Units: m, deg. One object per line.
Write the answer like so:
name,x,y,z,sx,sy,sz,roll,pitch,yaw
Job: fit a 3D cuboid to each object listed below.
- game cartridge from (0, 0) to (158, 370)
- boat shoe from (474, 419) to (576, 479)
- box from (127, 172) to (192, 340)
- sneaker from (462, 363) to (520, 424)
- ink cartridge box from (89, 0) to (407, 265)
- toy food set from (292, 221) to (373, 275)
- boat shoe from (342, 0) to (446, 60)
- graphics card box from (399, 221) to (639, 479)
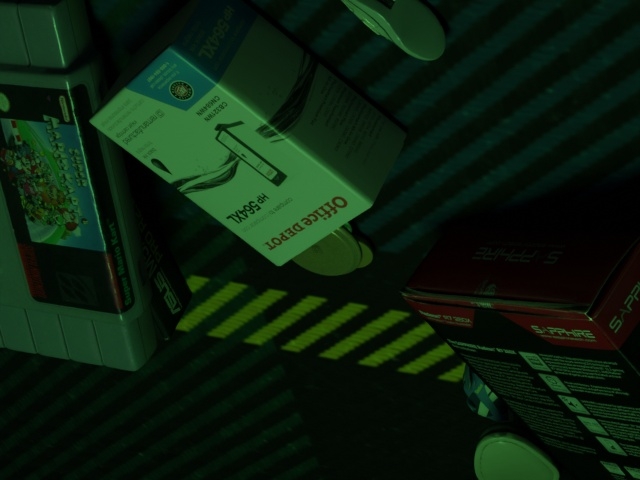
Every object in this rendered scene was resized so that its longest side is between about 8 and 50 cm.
game cartridge,-0.271,-0.053,1.369,0.230,0.068,0.355,10,124,29
boat shoe,0.195,0.202,1.451,0.075,0.065,0.206,-12,147,25
box,-0.283,-0.005,1.524,0.270,0.060,0.216,6,141,26
sneaker,0.154,0.117,1.415,0.059,0.053,0.144,13,142,21
ink cartridge box,-0.057,-0.088,1.253,0.203,0.086,0.148,38,143,-15
toy food set,0.000,0.000,1.387,0.083,0.020,0.082,-12,130,42
boat shoe,0.047,-0.165,1.141,0.100,0.035,0.035,33,172,-17
graphics card box,0.261,0.135,1.284,0.371,0.094,0.233,47,157,-25
